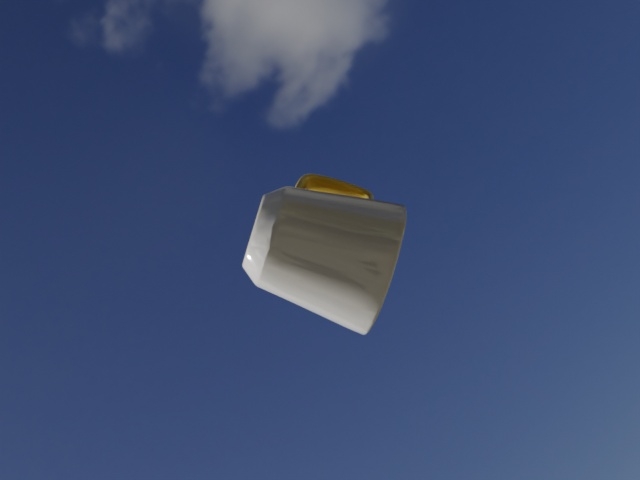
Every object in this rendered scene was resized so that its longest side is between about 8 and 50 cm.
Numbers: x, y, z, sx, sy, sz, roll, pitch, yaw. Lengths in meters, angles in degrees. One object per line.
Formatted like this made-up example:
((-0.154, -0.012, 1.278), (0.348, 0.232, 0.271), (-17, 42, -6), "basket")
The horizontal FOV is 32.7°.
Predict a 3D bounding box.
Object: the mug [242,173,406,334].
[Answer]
((-0.001, 0.004, 0.504), (0.078, 0.064, 0.062), (-106, 33, -82), "mug")
